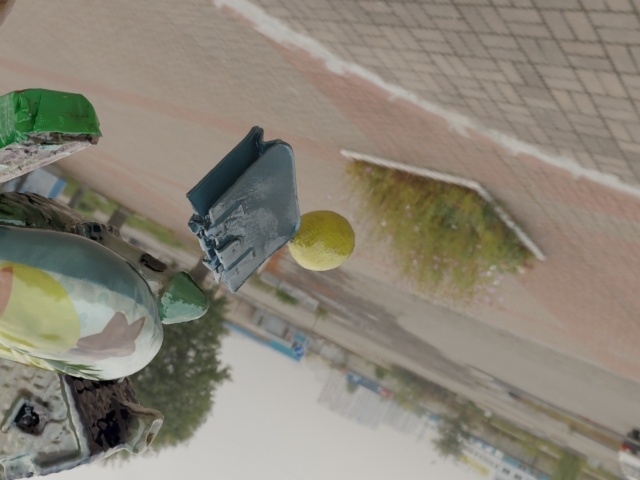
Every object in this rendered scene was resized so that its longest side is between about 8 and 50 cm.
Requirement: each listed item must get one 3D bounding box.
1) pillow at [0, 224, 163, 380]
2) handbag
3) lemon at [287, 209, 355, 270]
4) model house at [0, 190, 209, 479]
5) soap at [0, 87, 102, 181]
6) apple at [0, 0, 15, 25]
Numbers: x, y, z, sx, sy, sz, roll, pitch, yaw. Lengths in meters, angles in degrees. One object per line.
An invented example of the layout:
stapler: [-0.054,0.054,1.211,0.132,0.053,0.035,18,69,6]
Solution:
pillow: [-0.227,0.050,0.594,0.214,0.086,0.233,13,161,-8]
handbag: [-0.107,-0.036,1.093,0.062,0.179,0.229,31,153,21]
lemon: [0.000,0.000,1.353,0.133,0.109,0.109,1,-170,-37]
model house: [-0.306,0.129,0.941,0.284,0.298,0.243,28,179,3]
soap: [-0.536,-0.169,1.312,0.273,0.098,0.218,-16,178,29]
apple: [-0.333,-0.231,0.465,0.305,0.235,0.306,7,126,11]
